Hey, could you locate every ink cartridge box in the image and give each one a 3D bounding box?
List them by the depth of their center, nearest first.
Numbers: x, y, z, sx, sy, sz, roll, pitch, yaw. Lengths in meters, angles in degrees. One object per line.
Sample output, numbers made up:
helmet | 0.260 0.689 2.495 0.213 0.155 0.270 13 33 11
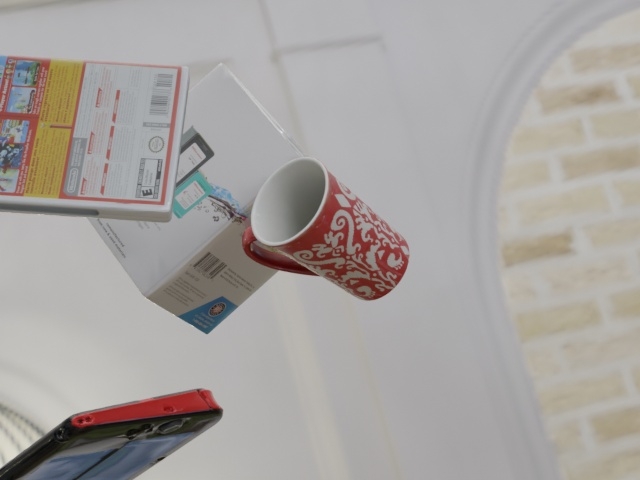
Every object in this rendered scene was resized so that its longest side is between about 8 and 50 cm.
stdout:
ink cartridge box | -0.141 -0.052 1.837 0.270 0.197 0.198 -41 -27 3

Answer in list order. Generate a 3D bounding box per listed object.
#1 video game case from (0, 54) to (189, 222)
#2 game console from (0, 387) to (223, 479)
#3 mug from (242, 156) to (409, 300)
video game case | -0.292 -0.115 1.480 0.285 0.204 0.025 4 -35 -1
game console | -0.373 0.355 2.209 0.386 0.060 0.342 -37 -18 33
mug | 0.005 -0.009 1.590 0.150 0.113 0.169 6 -22 47
